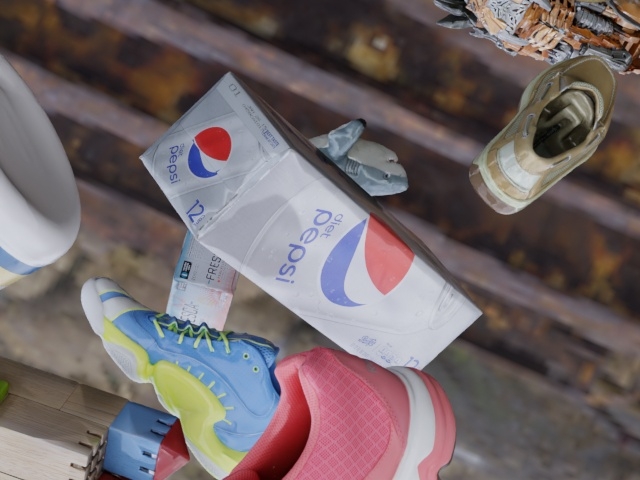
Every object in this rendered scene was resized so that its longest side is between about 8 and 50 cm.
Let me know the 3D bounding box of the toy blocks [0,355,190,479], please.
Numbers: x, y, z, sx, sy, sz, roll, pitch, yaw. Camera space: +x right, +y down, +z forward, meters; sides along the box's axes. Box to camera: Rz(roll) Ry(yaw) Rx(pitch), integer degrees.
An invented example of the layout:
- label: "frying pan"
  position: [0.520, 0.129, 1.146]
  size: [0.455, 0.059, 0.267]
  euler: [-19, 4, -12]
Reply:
- label: "toy blocks"
  position: [-0.222, 0.279, 1.722]
  size: [0.261, 0.381, 0.191]
  euler: [17, -150, 9]

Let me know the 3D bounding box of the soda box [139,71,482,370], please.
- label: "soda box"
  position: [0.000, 0.000, 1.359]
  size: [0.286, 0.091, 0.098]
  euler: [39, -170, -49]

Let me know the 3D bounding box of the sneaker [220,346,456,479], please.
- label: "sneaker"
  position: [-0.033, 0.212, 1.236]
  size: [0.136, 0.314, 0.116]
  euler: [28, 170, -35]

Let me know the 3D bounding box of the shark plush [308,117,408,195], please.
- label: "shark plush"
  position: [-0.010, -0.048, 1.566]
  size: [0.067, 0.161, 0.073]
  euler: [69, 160, 3]

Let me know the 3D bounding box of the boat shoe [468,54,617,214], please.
- label: "boat shoe"
  position: [0.176, -0.086, 1.342]
  size: [0.068, 0.190, 0.072]
  euler: [43, 133, -4]

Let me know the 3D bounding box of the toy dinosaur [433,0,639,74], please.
- label: "toy dinosaur"
  position: [0.230, -0.209, 1.789]
  size: [0.218, 0.164, 0.322]
  euler: [47, -175, 39]

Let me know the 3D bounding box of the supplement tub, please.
- label: "supplement tub"
  position: [-0.250, -0.014, 1.050]
  size: [0.144, 0.199, 0.144]
  euler: [58, -167, -21]

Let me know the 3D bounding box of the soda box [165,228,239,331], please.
- label: "soda box"
  position: [-0.119, 0.054, 1.897]
  size: [0.063, 0.058, 0.183]
  euler: [16, 155, -3]

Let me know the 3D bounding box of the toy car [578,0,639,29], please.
- label: "toy car"
  position: [0.246, -0.261, 1.641]
  size: [0.149, 0.155, 0.188]
  euler: [-21, 136, 26]

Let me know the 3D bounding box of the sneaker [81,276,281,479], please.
- label: "sneaker"
  position: [-0.114, 0.106, 1.790]
  size: [0.240, 0.126, 0.091]
  euler: [51, -176, -6]
